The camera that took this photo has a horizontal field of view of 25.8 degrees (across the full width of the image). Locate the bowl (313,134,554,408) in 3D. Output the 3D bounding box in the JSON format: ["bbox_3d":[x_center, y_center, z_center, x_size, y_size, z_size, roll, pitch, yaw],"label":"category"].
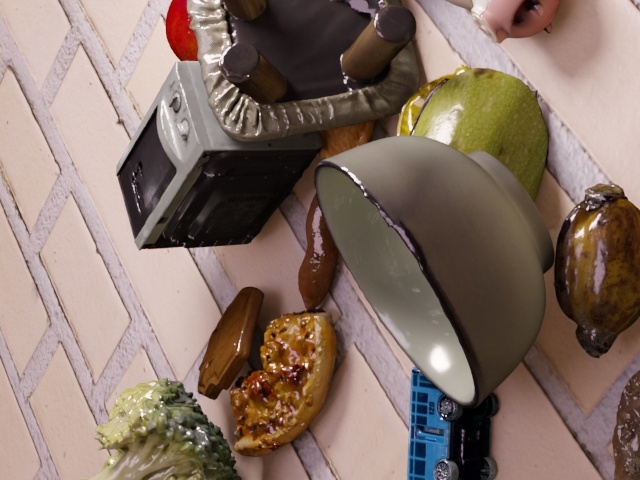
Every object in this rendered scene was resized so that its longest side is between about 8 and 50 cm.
[{"bbox_3d":[0.161,0.010,1.710,0.354,0.185,0.354,54,169,16],"label":"bowl"}]

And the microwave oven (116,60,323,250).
[{"bbox_3d":[-0.159,-0.121,2.158,0.295,0.237,0.181,-50,50,50],"label":"microwave oven"}]

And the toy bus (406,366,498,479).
[{"bbox_3d":[0.172,0.250,1.868,0.106,0.090,0.185,1,88,53],"label":"toy bus"}]

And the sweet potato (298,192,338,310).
[{"bbox_3d":[0.002,0.001,2.125,0.065,0.051,0.219,17,101,53],"label":"sweet potato"}]

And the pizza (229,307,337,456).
[{"bbox_3d":[-0.065,0.221,2.151,0.161,0.085,0.305,49,127,31],"label":"pizza"}]

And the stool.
[{"bbox_3d":[-0.029,-0.326,1.946,0.226,0.310,0.310,87,168,-70],"label":"stool"}]

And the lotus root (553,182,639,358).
[{"bbox_3d":[0.339,0.036,1.666,0.120,0.120,0.210,3,89,51],"label":"lotus root"}]

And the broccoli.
[{"bbox_3d":[-0.266,0.395,2.209,0.348,0.280,0.293,83,164,-55],"label":"broccoli"}]

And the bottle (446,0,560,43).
[{"bbox_3d":[0.220,-0.353,1.826,0.236,0.147,0.148,50,124,31],"label":"bottle"}]

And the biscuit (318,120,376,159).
[{"bbox_3d":[0.034,-0.205,2.103,0.144,0.033,0.224,-43,47,30],"label":"biscuit"}]

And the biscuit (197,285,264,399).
[{"bbox_3d":[-0.157,0.171,2.258,0.215,0.034,0.182,-46,24,53],"label":"biscuit"}]

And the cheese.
[{"bbox_3d":[0.146,-0.126,1.918,0.156,0.064,0.250,36,96,44],"label":"cheese"}]

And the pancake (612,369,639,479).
[{"bbox_3d":[0.435,0.259,1.577,0.282,0.049,0.283,-7,80,51],"label":"pancake"}]

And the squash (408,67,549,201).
[{"bbox_3d":[0.197,-0.134,1.811,0.191,0.085,0.184,15,96,19],"label":"squash"}]

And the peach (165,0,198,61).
[{"bbox_3d":[-0.162,-0.343,2.264,0.197,0.197,0.197,-6,82,50],"label":"peach"}]
